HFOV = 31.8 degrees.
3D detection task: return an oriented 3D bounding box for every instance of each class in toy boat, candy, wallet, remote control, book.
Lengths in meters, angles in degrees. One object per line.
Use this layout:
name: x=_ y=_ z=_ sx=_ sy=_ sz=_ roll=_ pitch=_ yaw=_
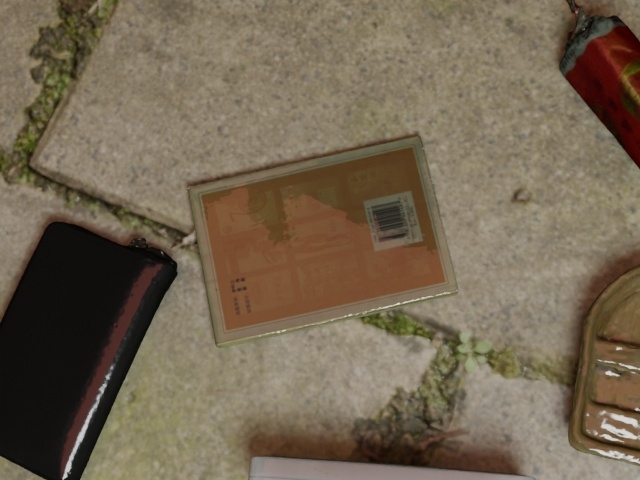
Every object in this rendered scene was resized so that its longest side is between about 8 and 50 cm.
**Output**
toy boat: x=0.293 y=0.112 z=1.028 sx=0.116 sy=0.061 sz=0.188 roll=12 pitch=78 yaw=10
candy: x=0.302 y=-0.135 z=1.079 sx=0.059 sy=0.086 sz=0.292 roll=-30 pitch=75 yaw=-12
wallet: x=-0.249 y=0.101 z=1.099 sx=0.149 sy=0.044 sz=0.250 roll=19 pitch=79 yaw=15
remote control: x=0.064 y=0.219 z=1.004 sx=0.250 sy=0.103 sz=0.034 roll=4 pitch=74 yaw=6
book: x=0.000 y=0.000 z=1.109 sx=0.242 sy=0.018 sz=0.170 roll=-12 pitch=74 yaw=2
